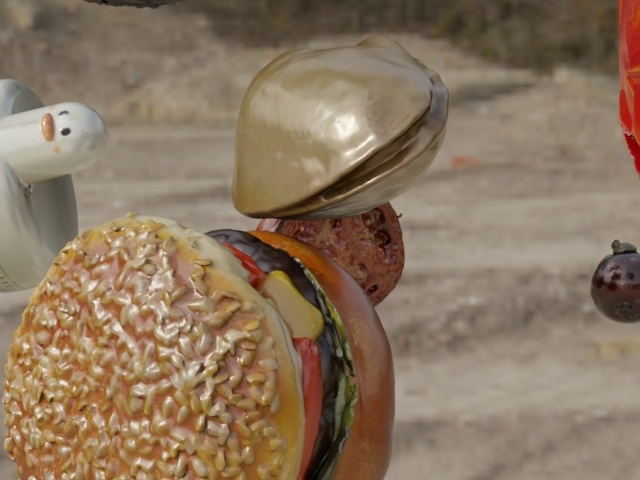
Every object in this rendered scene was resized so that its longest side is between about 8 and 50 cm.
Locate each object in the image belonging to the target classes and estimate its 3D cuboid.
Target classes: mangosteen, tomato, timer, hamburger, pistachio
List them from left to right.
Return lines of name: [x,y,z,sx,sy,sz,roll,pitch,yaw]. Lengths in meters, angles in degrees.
timer: [-0.321,-0.064,2.151,0.240,0.233,0.233,-13,10,10]
hamburger: [-0.111,0.140,1.731,0.330,0.330,0.250,10,-1,42]
tomato: [-0.001,0.009,2.053,0.082,0.174,0.166,10,56,47]
pistachio: [0.013,-0.090,1.779,0.163,0.212,0.260,42,0,-16]
mangosteen: [0.315,0.045,2.024,0.081,0.081,0.081,-1,12,0]

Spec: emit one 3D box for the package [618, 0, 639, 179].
package: [0.318,-0.237,1.447,0.196,0.423,0.123,-5,19,-2]

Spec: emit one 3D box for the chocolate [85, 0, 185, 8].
chocolate: [-0.222,-0.436,2.425,0.284,0.186,0.283,1,45,-1]
